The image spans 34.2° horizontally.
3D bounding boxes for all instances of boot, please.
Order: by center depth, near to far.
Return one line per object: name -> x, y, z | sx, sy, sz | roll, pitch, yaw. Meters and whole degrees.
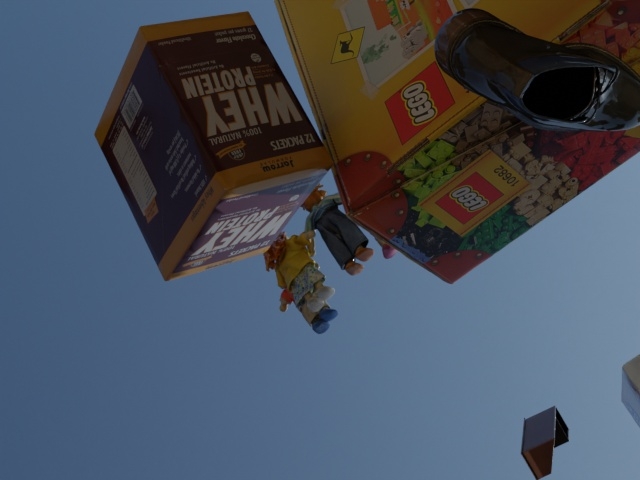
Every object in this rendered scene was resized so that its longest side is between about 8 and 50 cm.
boot -> 0.199, -0.110, 0.812 | 0.219, 0.082, 0.106 | 11, -156, -29

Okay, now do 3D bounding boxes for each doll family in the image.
doll family -> 0.000, 0.000, 1.567 | 0.118, 0.263, 0.163 | 28, -161, -50

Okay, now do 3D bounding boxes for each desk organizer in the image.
desk organizer -> 0.313, 0.278, 1.440 | 0.047, 0.050, 0.130 | 59, -163, -3

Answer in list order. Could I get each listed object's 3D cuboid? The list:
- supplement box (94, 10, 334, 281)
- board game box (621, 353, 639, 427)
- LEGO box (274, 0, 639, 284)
supplement box -> -0.117, -0.096, 1.076 | 0.129, 0.191, 0.194 | -17, -110, -34
board game box -> 0.499, 0.299, 1.319 | 0.066, 0.319, 0.318 | -33, -113, 4
LEGO box -> 0.161, -0.268, 1.161 | 0.193, 0.372, 0.500 | 32, -150, -41
